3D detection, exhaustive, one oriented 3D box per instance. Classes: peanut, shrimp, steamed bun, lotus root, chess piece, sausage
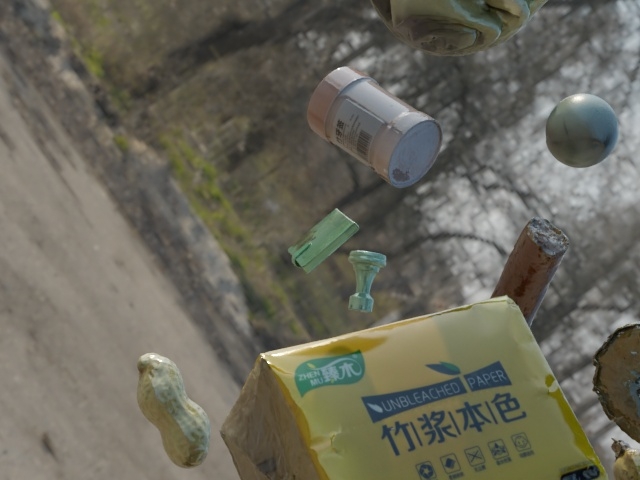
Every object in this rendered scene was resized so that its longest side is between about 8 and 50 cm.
[{"bbox_3d":[-0.221,0.252,1.926,0.187,0.082,0.082,57,2,12],"label":"peanut"},{"bbox_3d":[0.465,0.185,1.621,0.253,0.173,0.058,13,-8,19],"label":"shrimp"},{"bbox_3d":[0.212,-0.417,2.069,0.347,0.237,0.394,20,-20,26],"label":"steamed bun"},{"bbox_3d":[0.466,0.353,1.888,0.072,0.063,0.152,68,-4,-64],"label":"lotus root"},{"bbox_3d":[0.076,0.072,2.242,0.067,0.067,0.103,46,52,-80],"label":"chess piece"},{"bbox_3d":[0.302,0.089,1.983,0.076,0.302,0.103,24,36,9],"label":"sausage"}]

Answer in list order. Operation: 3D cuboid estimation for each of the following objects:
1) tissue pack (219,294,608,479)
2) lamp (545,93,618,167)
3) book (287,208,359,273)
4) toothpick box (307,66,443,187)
[{"bbox_3d":[0.113,0.261,1.605,0.293,0.382,0.228,65,-30,25],"label":"tissue pack"},{"bbox_3d":[0.369,-0.155,1.823,0.105,0.105,0.105,56,2,-3],"label":"lamp"},{"bbox_3d":[0.000,0.000,1.845,0.017,0.103,0.135,50,-1,-14],"label":"book"},{"bbox_3d":[0.068,-0.143,1.619,0.149,0.098,0.098,37,-9,33],"label":"toothpick box"}]
